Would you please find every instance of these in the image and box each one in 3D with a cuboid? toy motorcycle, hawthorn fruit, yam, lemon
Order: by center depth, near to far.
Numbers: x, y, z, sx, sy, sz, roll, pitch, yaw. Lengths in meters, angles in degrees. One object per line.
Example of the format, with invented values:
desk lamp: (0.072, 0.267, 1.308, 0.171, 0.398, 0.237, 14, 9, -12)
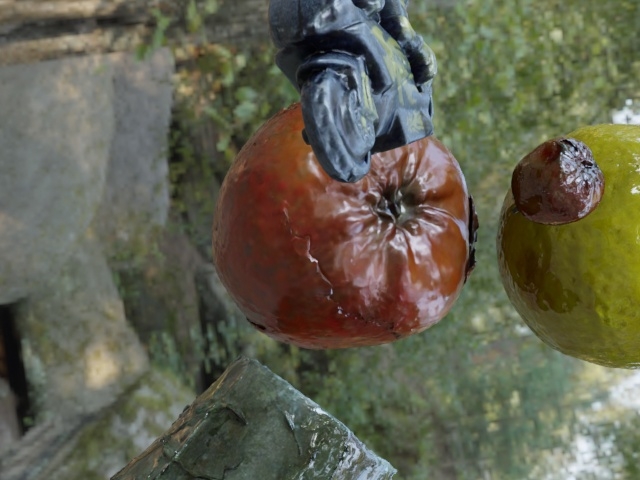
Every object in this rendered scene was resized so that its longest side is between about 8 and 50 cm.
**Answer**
toy motorcycle: (0.017, -0.102, 0.576, 0.124, 0.061, 0.193, 70, 22, -9)
hawthorn fruit: (0.193, -0.047, 0.915, 0.077, 0.077, 0.077, 172, -90, -84)
yam: (-0.112, 0.284, 1.068, 0.241, 0.348, 0.241, 43, -10, 10)
lemon: (0.298, 0.006, 1.119, 0.267, 0.267, 0.267, 172, -90, -84)
hawthorn fruit: (0.000, 0.000, 1.182, 0.307, 0.276, 0.276, -31, -119, 45)
